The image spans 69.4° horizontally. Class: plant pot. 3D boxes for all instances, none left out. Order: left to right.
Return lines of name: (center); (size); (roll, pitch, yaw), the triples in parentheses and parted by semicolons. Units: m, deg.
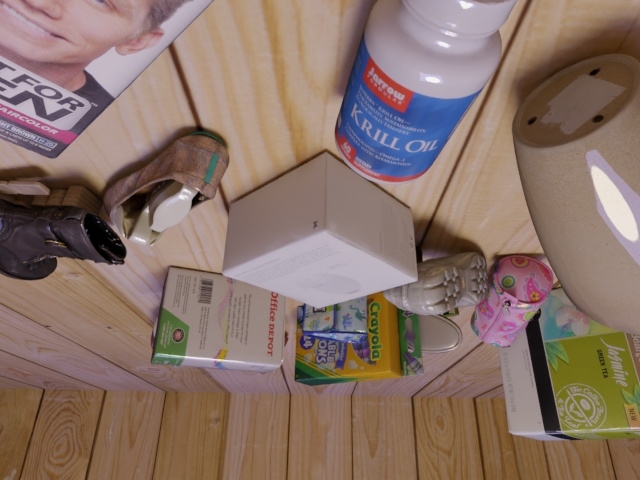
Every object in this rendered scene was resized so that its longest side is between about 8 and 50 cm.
plant pot: (0.349, -0.068, 0.533); (0.257, 0.256, 0.274); (-23, 128, 40)

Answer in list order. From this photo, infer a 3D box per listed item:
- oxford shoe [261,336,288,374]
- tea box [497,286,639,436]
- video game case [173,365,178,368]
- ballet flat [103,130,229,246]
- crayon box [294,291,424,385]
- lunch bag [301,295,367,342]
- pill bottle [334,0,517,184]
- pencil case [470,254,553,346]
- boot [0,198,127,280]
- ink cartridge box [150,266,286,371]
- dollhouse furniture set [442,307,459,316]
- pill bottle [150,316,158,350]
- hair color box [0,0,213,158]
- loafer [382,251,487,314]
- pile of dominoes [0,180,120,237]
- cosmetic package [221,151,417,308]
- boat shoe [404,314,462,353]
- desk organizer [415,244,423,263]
oxford shoe: (-0.196, 0.327, 1.475); (0.147, 0.140, 0.397); (32, 159, 7)
tea box: (0.623, 0.296, 1.110); (0.324, 0.328, 0.220); (-20, 146, 34)
video game case: (-0.306, 0.245, 1.231); (0.227, 0.026, 0.206); (-34, 163, -23)
ballet flat: (-0.253, -0.053, 0.695); (0.108, 0.106, 0.316); (22, 147, -35)
crayon box: (0.089, 0.251, 1.183); (0.323, 0.202, 0.083); (-15, 149, 27)
lunch bag: (0.033, 0.170, 1.105); (0.152, 0.128, 0.096); (5, 152, -4)
pill bottle: (0.093, -0.161, 0.447); (0.125, 0.124, 0.221); (5, 153, -8)
pencil case: (0.413, 0.142, 1.025); (0.124, 0.124, 0.284); (-2, 150, 6)
boot: (-0.440, 0.014, 0.779); (0.229, 0.091, 0.263); (9, 154, 3)
ink cartridge box: (-0.231, 0.192, 1.077); (0.279, 0.201, 0.117); (11, 152, -20)
dollhouse furniture set: (0.278, 0.135, 1.103); (0.076, 0.058, 0.152); (-17, 148, 31)
pill bottle: (-0.416, 0.263, 1.317); (0.121, 0.121, 0.221); (11, 152, -18)
hair color box: (-0.228, -0.211, 0.382); (0.348, 0.105, 0.174); (-22, 146, 37)
loafer: (0.233, 0.077, 0.879); (0.112, 0.111, 0.320); (-1, 178, 38)
pile of dominoes: (-0.496, -0.060, 0.796); (0.252, 0.040, 0.196); (3, 155, 15)
cosmetic package: (0.000, 0.000, 0.756); (0.224, 0.138, 0.225); (-22, 147, 37)
boat shoe: (0.221, 0.236, 1.247); (0.336, 0.112, 0.096); (-1, 173, 31)
desk organizer: (0.157, 0.025, 0.896); (0.047, 0.050, 0.130); (-15, 149, 29)
